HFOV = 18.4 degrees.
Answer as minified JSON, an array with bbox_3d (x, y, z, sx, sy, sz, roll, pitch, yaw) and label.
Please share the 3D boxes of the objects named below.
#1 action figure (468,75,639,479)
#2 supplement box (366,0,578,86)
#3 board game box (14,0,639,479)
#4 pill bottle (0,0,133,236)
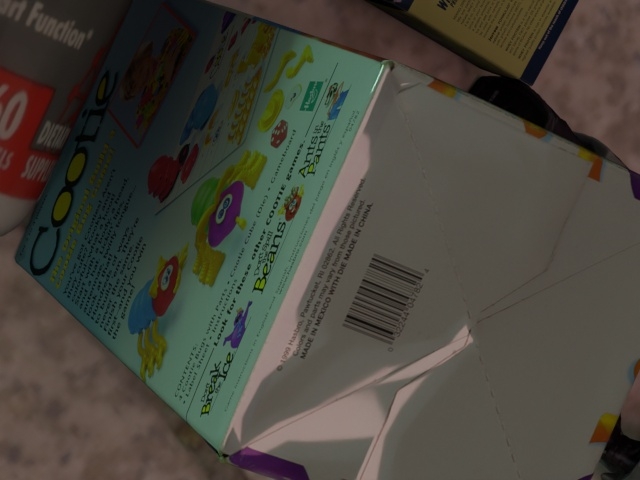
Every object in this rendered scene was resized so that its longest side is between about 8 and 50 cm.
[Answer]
[{"bbox_3d":[0.179,0.034,0.971,0.285,0.099,0.185,33,82,-30],"label":"action figure"},{"bbox_3d":[0.073,-0.129,0.902,0.083,0.056,0.083,27,92,-26],"label":"supplement box"},{"bbox_3d":[0.000,0.000,0.783,0.142,0.275,0.144,22,94,-26],"label":"board game box"},{"bbox_3d":[-0.130,-0.201,0.715,0.210,0.210,0.363,24,93,-26],"label":"pill bottle"}]
